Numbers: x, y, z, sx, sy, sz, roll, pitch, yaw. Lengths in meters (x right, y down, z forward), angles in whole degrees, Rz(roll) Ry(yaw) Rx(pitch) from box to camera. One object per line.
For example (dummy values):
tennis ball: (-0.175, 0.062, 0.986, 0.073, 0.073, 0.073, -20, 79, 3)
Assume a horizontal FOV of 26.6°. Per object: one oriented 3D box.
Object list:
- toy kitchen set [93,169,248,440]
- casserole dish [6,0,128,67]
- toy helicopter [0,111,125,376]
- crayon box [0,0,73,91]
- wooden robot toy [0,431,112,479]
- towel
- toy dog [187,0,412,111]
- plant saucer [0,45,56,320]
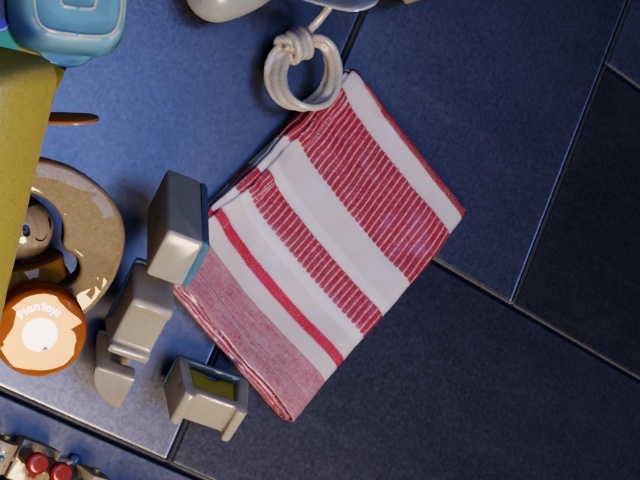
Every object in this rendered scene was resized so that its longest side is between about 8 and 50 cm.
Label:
toy kitchen set: (-0.118, 0.068, 1.339, 0.166, 0.122, 0.207, 21, 117, -19)
casserole dish: (-0.223, -0.253, 1.222, 0.114, 0.037, 0.188, 2, 89, -29)
toy helicopter: (-0.344, -0.039, 1.199, 0.355, 0.140, 0.235, 17, 101, -19)
crayon box: (-0.330, -0.336, 1.247, 0.313, 0.106, 0.363, 30, 76, -25)
wooden robot toy: (-0.289, 0.229, 1.289, 0.173, 0.076, 0.079, 27, 87, -26)
towel: (0.000, 0.000, 1.470, 0.329, 0.037, 0.237, -48, 112, -21)
toy dog: (0.037, -0.309, 1.413, 0.220, 0.161, 0.334, 48, 66, -8)
plant saucer: (-0.410, -0.034, 1.089, 0.333, 0.081, 0.333, 13, 82, -8)
